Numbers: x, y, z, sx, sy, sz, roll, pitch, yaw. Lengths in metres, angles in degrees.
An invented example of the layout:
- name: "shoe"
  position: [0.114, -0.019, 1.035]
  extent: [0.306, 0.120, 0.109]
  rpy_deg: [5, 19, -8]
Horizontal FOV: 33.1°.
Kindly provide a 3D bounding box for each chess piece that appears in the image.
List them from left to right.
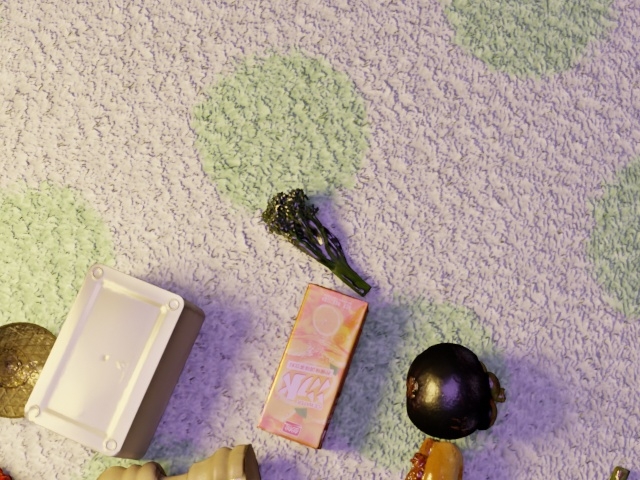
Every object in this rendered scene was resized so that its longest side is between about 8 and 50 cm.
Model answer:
- name: "chess piece"
  position: [-0.239, 0.382, 1.528]
  extent: [0.307, 0.124, 0.138]
  rpy_deg: [-8, 110, 7]

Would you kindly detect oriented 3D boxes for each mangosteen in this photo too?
- name: "mangosteen"
  position: [0.195, 0.213, 1.517]
  extent: [0.151, 0.137, 0.137]
  rpy_deg: [7, 77, -22]

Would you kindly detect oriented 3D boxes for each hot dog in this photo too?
- name: "hot dog"
  position: [0.141, 0.398, 1.488]
  extent: [0.076, 0.102, 0.249]
  rpy_deg: [16, 78, -28]

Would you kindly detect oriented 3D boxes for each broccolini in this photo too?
- name: "broccolini"
  position: [-0.009, 0.013, 1.614]
  extent: [0.068, 0.091, 0.202]
  rpy_deg: [-37, 88, 41]

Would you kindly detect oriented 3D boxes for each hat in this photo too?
- name: "hat"
  position: [-0.461, 0.190, 1.613]
  extent: [0.146, 0.067, 0.145]
  rpy_deg: [-3, 95, -33]

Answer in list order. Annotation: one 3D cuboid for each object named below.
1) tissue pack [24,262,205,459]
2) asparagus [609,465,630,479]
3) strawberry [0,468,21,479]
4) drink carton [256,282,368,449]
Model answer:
- name: "tissue pack"
  position: [-0.294, 0.176, 1.558]
  extent: [0.160, 0.136, 0.246]
  rpy_deg: [22, 80, 9]
- name: "asparagus"
  position: [0.364, 0.425, 1.502]
  extent: [0.025, 0.024, 0.248]
  rpy_deg: [23, 78, 53]
- name: "strawberry"
  position: [-0.453, 0.431, 1.536]
  extent: [0.174, 0.098, 0.228]
  rpy_deg: [-59, 37, 18]
- name: "drink carton"
  position: [-0.008, 0.184, 1.563]
  extent: [0.096, 0.071, 0.222]
  rpy_deg: [19, 80, 8]
